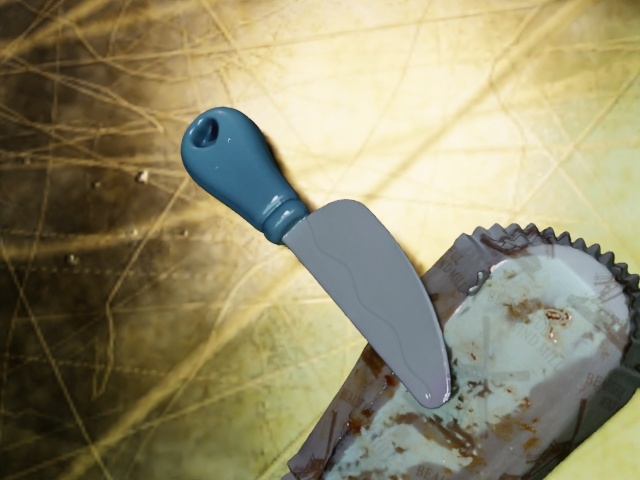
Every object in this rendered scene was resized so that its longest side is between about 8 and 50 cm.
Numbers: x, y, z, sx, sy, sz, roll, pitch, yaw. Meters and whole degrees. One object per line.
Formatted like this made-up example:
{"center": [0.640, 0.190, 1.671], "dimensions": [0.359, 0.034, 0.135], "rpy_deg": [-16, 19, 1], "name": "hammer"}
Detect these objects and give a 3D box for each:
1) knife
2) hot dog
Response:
{"center": [0.001, -0.002, 0.664], "dimensions": [0.058, 0.032, 0.244], "rpy_deg": [-47, 56, -1], "name": "knife"}
{"center": [0.072, 0.099, 0.648], "dimensions": [0.131, 0.069, 0.252], "rpy_deg": [40, 94, 8], "name": "hot dog"}
